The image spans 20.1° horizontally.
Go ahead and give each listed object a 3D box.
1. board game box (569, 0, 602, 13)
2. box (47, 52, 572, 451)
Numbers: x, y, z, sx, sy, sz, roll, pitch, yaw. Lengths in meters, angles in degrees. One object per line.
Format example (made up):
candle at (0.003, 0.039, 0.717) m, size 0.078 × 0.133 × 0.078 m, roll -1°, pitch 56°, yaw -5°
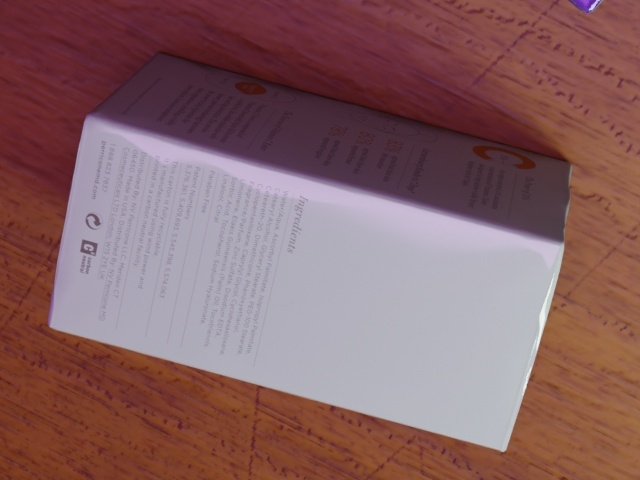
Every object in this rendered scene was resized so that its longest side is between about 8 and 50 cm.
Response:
board game box at (0.148, -0.415, 1.118) m, size 0.356 × 0.356 × 0.356 m, roll 39°, pitch 109°, yaw -5°
box at (0.000, 0.000, 1.351) m, size 0.345 × 0.215 × 0.168 m, roll 15°, pitch 110°, yaw 4°
